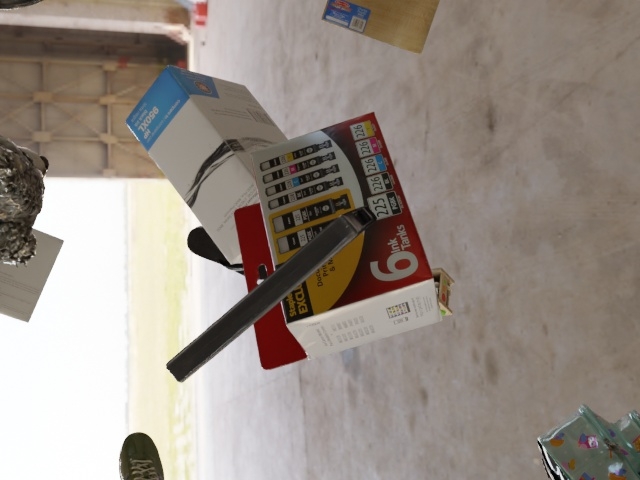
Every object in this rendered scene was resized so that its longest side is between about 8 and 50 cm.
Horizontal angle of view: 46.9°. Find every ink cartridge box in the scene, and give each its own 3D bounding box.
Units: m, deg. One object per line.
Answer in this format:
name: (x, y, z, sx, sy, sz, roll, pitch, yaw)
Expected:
ink cartridge box: (-0.170, -0.152, 1.537, 0.166, 0.285, 0.395, -45, 72, 21)
ink cartridge box: (0.000, 0.000, 1.078, 0.130, 0.271, 0.310, 66, -173, -55)

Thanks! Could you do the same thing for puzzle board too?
puzzle board: (0.076, -0.289, 0.881, 0.011, 0.128, 0.097, -72, 1, -79)

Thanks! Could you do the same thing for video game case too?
video game case: (-0.032, 0.039, 0.730, 0.026, 0.196, 0.274, 50, -171, 1)

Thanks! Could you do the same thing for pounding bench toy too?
pounding bench toy: (0.181, 0.092, 1.157, 0.052, 0.083, 0.065, -10, 58, 32)

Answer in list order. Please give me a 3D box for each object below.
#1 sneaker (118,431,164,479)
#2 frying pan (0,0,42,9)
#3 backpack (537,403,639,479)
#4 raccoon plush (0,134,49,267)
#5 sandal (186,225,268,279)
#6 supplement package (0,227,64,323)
sneaker: (-0.239, 0.354, 1.035, 0.086, 0.064, 0.192, -52, 44, 50)
frying pan: (-0.638, -0.487, 1.460, 0.326, 0.197, 0.053, -28, 76, 44)
backpack: (0.351, 0.280, 0.858, 0.144, 0.166, 0.188, -46, 39, 2)
raccoon plush: (-0.551, -0.014, 0.895, 0.299, 0.446, 0.216, 30, 150, 35)
sandal: (-0.209, 0.037, 1.792, 0.054, 0.254, 0.097, -47, -31, -71)
supplement package: (-0.598, 0.067, 1.470, 0.105, 0.105, 0.179, -20, 48, 64)
